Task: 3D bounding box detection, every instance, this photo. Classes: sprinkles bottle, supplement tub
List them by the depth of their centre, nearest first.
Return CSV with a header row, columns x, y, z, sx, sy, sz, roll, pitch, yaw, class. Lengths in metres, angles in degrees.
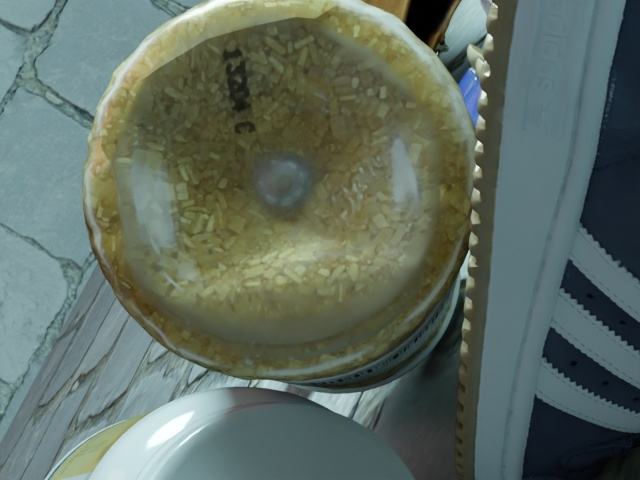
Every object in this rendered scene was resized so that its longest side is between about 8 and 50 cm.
x,y,z,sx,sy,sz,roll,pitch,yaw,class
0.000,0.000,0.614,0.121,0.121,0.355,-60,-6,-4,sprinkles bottle
-0.044,0.138,0.642,0.144,0.144,0.199,-64,12,-19,supplement tub

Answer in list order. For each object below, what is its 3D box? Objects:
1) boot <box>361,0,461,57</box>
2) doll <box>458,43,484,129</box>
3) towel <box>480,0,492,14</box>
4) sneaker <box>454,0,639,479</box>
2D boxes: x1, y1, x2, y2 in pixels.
x,y,z,sx,sy,sz,roll,pitch,yaw,class
0.032,-0.106,1.080,0.280,0.096,0.264,-123,52,-64,boot
0.051,-0.019,0.873,0.189,0.046,0.129,-56,11,15,doll
0.220,-0.289,0.814,0.317,0.053,0.332,-63,11,-15,towel
0.123,0.007,0.435,0.282,0.153,0.099,86,-162,-52,sneaker
